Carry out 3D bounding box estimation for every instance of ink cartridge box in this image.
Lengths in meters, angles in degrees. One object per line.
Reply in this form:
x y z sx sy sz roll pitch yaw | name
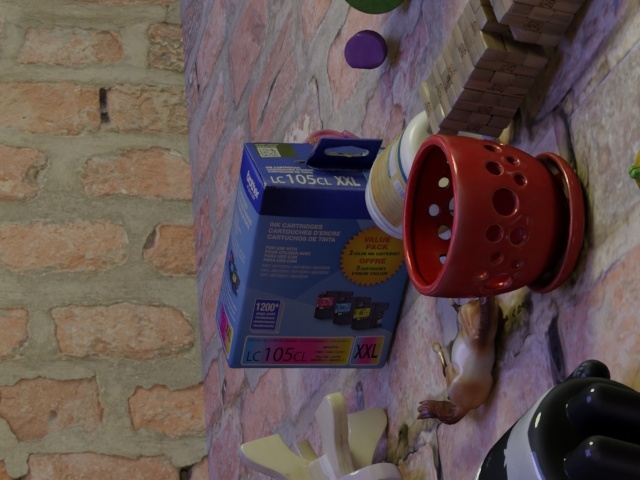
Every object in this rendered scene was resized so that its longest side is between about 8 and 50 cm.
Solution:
0.000 0.000 2.150 0.151 0.270 0.395 -118 34 -56 | ink cartridge box

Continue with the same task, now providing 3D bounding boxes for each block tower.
0.232 -0.265 1.660 0.335 0.097 0.091 120 148 -41 | block tower

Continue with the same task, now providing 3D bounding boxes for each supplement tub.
0.149 -0.086 1.883 0.199 0.144 0.144 136 134 -66 | supplement tub

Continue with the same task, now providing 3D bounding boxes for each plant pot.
0.204 -0.027 1.640 0.191 0.174 0.191 -178 90 -73 | plant pot

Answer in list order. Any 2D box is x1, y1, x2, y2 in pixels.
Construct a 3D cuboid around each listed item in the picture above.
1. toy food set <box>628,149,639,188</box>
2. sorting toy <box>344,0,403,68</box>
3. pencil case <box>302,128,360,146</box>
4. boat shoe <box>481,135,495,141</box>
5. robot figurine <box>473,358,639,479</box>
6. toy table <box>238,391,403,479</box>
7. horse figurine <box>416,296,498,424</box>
0.347 -0.131 1.357 0.128 0.071 0.218 -111 29 -53 | toy food set
0.100 -0.460 2.231 0.126 0.127 0.366 -52 -30 -66 | sorting toy
-0.011 -0.021 2.389 0.386 0.160 0.167 114 144 -52 | pencil case
0.235 -0.173 1.796 0.035 0.035 0.100 12 91 64 | boat shoe
0.264 0.247 1.424 0.173 0.209 0.278 47 147 13 | robot figurine
0.012 0.361 2.157 0.274 0.252 0.161 -51 54 44 | toy table
0.193 0.143 1.849 0.174 0.066 0.263 -113 32 -67 | horse figurine
